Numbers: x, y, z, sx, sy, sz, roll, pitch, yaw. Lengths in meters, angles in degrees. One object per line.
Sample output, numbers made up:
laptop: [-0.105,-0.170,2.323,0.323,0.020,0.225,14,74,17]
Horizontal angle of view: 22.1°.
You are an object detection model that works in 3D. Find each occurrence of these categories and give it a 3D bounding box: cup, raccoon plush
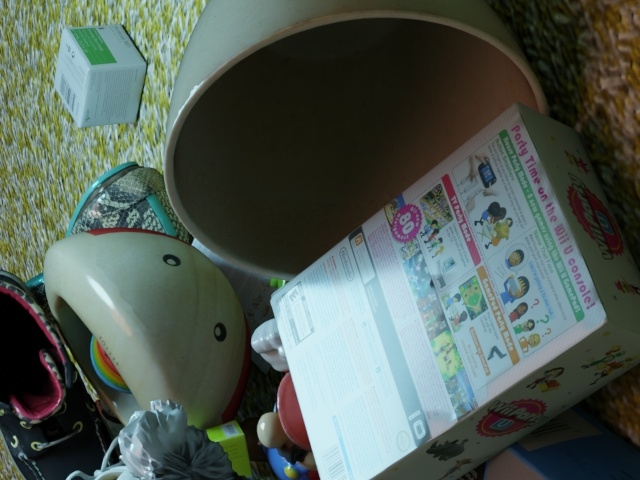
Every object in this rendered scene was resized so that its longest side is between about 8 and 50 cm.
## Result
cup: [0.017,-0.154,1.464,0.331,0.331,0.237,113,156,-44]
raccoon plush: [-0.043,0.363,1.710,0.446,0.216,0.299,49,144,8]

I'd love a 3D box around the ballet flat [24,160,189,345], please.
ballet flat: [-0.304,0.062,2.254,0.182,0.164,0.483,56,146,5]

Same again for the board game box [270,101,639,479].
board game box: [0.113,0.065,1.375,0.303,0.097,0.224,-38,52,29]

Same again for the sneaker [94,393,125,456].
sneaker: [-0.288,0.247,2.320,0.270,0.090,0.145,-6,91,58]

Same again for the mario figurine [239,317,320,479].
mario figurine: [-0.037,0.213,1.758,0.198,0.170,0.320,40,151,3]

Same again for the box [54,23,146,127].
box: [-0.298,-0.222,2.210,0.101,0.087,0.102,55,141,39]

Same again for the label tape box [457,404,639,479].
label tape box: [0.195,0.327,1.435,0.249,0.115,0.347,36,126,53]

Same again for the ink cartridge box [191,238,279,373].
ink cartridge box: [-0.085,0.050,1.966,0.179,0.045,0.145,48,140,18]

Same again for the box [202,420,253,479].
box: [-0.123,0.295,1.791,0.042,0.109,0.178,-133,31,-65]

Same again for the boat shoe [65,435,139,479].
boat shoe: [-0.233,0.315,1.991,0.135,0.156,0.367,-61,3,-10]

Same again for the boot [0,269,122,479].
boot: [-0.359,0.207,2.093,0.284,0.138,0.377,156,91,-80]

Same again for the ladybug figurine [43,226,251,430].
ladybug figurine: [-0.195,0.109,1.934,0.305,0.162,0.449,56,164,-1]

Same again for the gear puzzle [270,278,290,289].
gear puzzle: [0.000,0.000,1.685,0.175,0.044,0.339,-52,32,23]
